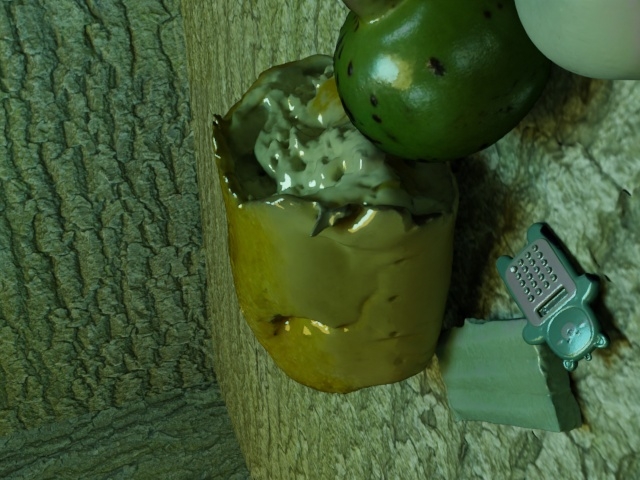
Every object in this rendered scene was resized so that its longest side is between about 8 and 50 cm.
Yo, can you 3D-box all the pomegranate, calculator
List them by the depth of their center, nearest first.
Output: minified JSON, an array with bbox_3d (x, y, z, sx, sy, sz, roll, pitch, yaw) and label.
[{"bbox_3d":[0.086,-0.175,0.589,0.248,0.202,0.202,42,-176,-34],"label":"pomegranate"},{"bbox_3d":[0.213,0.052,0.636,0.094,0.019,0.141,-54,42,34],"label":"calculator"}]

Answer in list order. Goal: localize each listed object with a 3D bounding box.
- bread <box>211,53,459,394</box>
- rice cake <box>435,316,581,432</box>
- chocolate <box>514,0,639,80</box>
[{"bbox_3d":[0.000,0.000,0.870,0.361,0.250,0.394,-109,17,-47],"label":"bread"},{"bbox_3d":[0.193,0.146,0.769,0.237,0.043,0.127,142,116,-69],"label":"rice cake"},{"bbox_3d":[0.193,-0.170,0.398,0.221,0.147,0.221,172,90,-70],"label":"chocolate"}]
